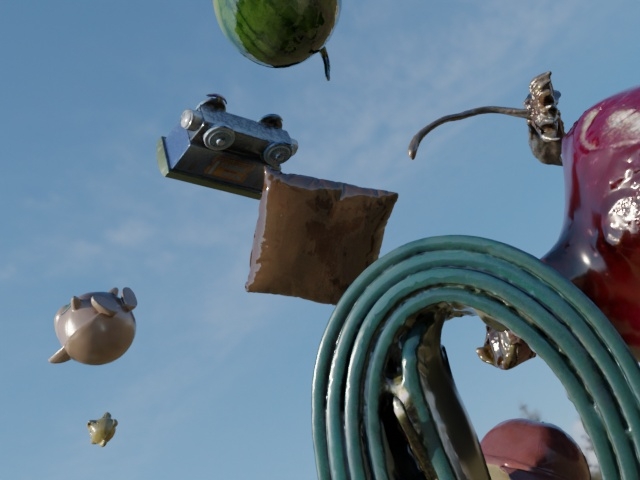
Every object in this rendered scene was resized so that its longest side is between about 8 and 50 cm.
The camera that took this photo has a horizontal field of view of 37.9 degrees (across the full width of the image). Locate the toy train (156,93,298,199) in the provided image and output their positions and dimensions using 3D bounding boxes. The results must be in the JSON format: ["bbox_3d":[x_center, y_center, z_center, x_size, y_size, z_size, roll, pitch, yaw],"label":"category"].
[{"bbox_3d":[-0.204,-0.203,2.092,0.300,0.131,0.202,14,-46,-38],"label":"toy train"}]

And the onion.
[{"bbox_3d":[0.374,0.029,1.117,0.420,0.398,0.398,-27,-25,11],"label":"onion"}]

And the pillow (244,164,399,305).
[{"bbox_3d":[0.000,0.000,2.085,0.306,0.108,0.307,10,-69,-1],"label":"pillow"}]

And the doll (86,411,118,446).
[{"bbox_3d":[-0.383,0.335,1.644,0.061,0.051,0.093,-63,-5,-10],"label":"doll"}]

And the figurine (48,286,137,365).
[{"bbox_3d":[-0.348,0.133,1.436,0.138,0.125,0.125,-46,-29,25],"label":"figurine"}]

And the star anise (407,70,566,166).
[{"bbox_3d":[0.243,-0.153,1.335,0.228,0.218,0.148,-4,-68,9],"label":"star anise"}]

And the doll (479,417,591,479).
[{"bbox_3d":[0.204,0.316,1.022,0.256,0.196,0.152,-49,-54,-17],"label":"doll"}]

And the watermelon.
[{"bbox_3d":[-0.052,-0.341,1.353,0.188,0.188,0.215,-41,-59,20],"label":"watermelon"}]

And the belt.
[{"bbox_3d":[0.163,0.208,0.830,0.300,0.436,0.173,-23,-14,18],"label":"belt"}]
